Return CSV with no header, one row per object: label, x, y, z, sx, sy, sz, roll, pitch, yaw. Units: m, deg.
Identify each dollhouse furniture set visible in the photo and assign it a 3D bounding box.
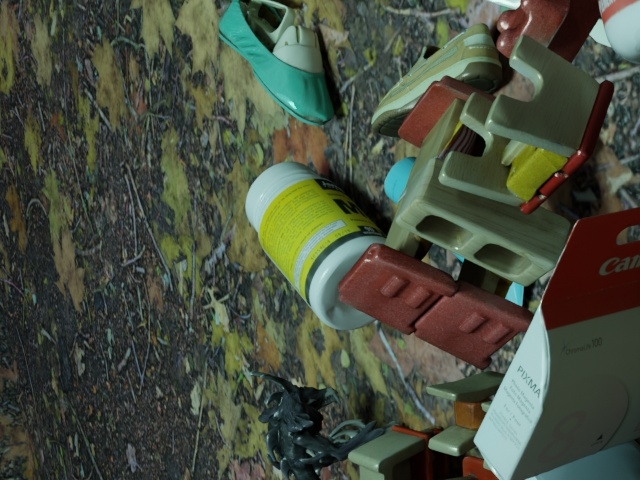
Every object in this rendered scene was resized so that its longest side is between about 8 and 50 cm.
dollhouse furniture set,0.159,-0.061,1.081,0.201,0.152,0.374,-68,7,-26
dollhouse furniture set,0.160,0.258,1.370,0.259,0.135,0.262,11,107,49

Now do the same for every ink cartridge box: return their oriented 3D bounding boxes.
ink cartridge box,0.236,0.077,1.067,0.066,0.189,0.232,53,138,33

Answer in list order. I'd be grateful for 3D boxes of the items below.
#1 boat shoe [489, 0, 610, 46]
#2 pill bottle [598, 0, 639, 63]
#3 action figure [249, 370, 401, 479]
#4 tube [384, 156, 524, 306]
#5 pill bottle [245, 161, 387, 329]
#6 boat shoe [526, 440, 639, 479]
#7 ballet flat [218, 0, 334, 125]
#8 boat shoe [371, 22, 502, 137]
boat shoe,0.214,-0.226,1.122,0.305,0.109,0.091,33,125,48
pill bottle,0.260,-0.314,0.897,0.210,0.210,0.363,-19,79,62
action figure,0.018,0.260,1.590,0.164,0.141,0.275,-9,105,64
tube,0.144,-0.014,1.378,0.207,0.052,0.080,43,145,42
pill bottle,0.000,0.000,1.569,0.208,0.119,0.119,48,137,46
boat shoe,0.265,0.265,1.153,0.306,0.113,0.105,43,141,29
ballet flat,-0.050,-0.234,1.648,0.247,0.083,0.087,50,125,43
boat shoe,0.117,-0.162,1.377,0.190,0.068,0.072,-25,62,51
